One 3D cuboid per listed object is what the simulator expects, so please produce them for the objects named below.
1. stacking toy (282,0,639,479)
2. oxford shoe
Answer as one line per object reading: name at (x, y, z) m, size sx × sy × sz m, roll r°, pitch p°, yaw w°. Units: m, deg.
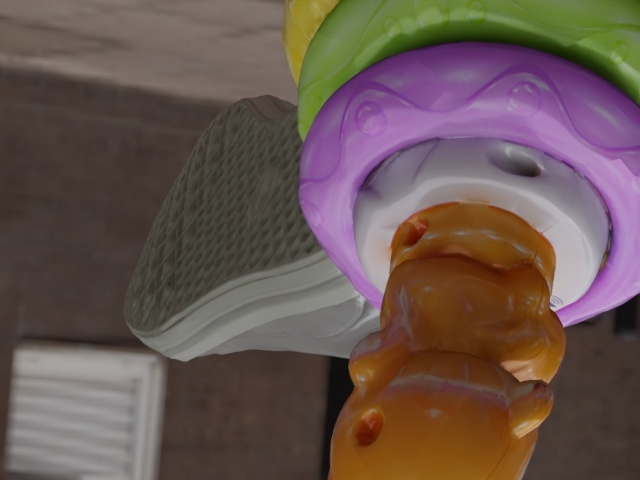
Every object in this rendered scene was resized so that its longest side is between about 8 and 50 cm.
stacking toy at (0.050, -0.038, 0.517) m, size 0.175 × 0.302 × 0.166 m, roll -25°, pitch 127°, yaw 34°
oxford shoe at (0.000, 0.000, 1.007) m, size 0.130 × 0.169 × 0.449 m, roll 24°, pitch 167°, yaw -20°
